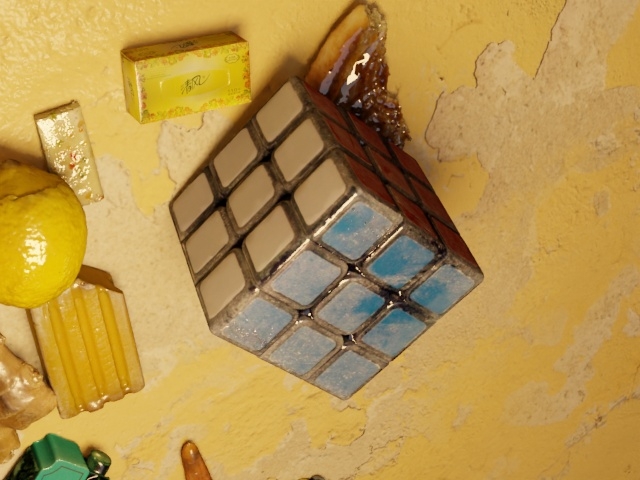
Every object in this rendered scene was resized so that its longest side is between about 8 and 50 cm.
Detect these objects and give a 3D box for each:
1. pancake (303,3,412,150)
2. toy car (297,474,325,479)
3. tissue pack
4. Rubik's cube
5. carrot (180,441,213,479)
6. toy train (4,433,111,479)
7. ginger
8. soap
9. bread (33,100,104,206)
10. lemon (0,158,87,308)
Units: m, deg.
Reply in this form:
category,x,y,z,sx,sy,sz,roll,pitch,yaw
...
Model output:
category,x,y,z,sx,sy,sz,roll,pitch,yaw
pancake,0.071,-0.214,1.805,0.244,0.057,0.266,27,103,-36
toy car,-0.055,0.508,2.086,0.191,0.100,0.097,-13,117,-30
tissue pack,-0.190,-0.234,1.638,0.176,0.062,0.095,-15,121,-25
Rubik's cube,0.000,0.000,1.685,0.301,0.304,0.305,-43,129,17
carrot,-0.209,0.432,1.984,0.061,0.061,0.210,-20,119,-21
toy train,-0.422,0.410,1.813,0.154,0.107,0.198,32,96,-31
ginger,-0.475,0.192,1.678,0.148,0.081,0.334,-2,116,16
soap,-0.358,0.144,1.727,0.140,0.073,0.232,-22,123,-22
bread,-0.355,-0.117,1.622,0.068,0.028,0.154,-20,122,-19
lemon,-0.405,-0.004,1.556,0.180,0.180,0.193,24,84,-38
